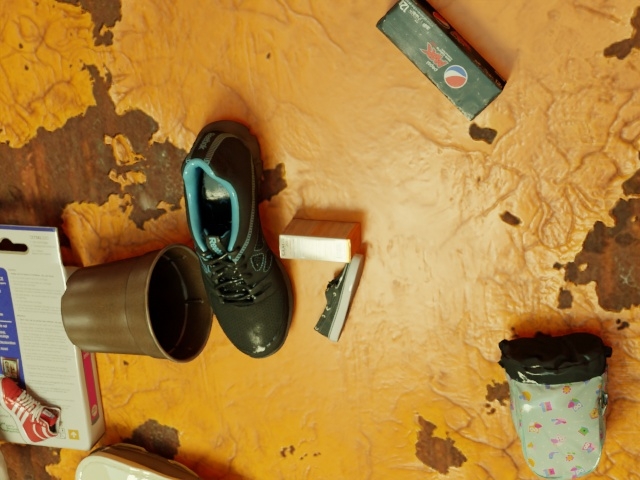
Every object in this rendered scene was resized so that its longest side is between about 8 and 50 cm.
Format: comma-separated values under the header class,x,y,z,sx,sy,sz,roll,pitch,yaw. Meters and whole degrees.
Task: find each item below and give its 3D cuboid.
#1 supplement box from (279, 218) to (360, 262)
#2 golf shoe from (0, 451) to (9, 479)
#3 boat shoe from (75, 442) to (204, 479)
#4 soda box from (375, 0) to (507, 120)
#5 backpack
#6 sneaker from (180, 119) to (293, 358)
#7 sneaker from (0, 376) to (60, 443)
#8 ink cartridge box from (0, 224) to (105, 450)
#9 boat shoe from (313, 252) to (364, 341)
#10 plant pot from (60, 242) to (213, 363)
class,x,y,z,sx,sy,sz,roll,pitch,yaw
supplement box,0.000,0.000,1.498,0.098,0.062,0.036,4,113,15
golf shoe,-0.546,0.283,1.676,0.306,0.115,0.140,60,140,14
boat shoe,-0.221,0.395,1.704,0.305,0.091,0.109,23,104,5
soda box,0.149,-0.229,1.369,0.169,0.053,0.060,45,116,-4
backpack,0.311,0.221,1.467,0.151,0.115,0.182,-3,113,14
sneaker,-0.127,0.018,1.499,0.125,0.140,0.341,-7,110,16
sneaker,-0.434,0.250,1.665,0.067,0.042,0.118,-14,114,26
ink cartridge box,-0.437,0.140,1.679,0.175,0.069,0.371,3,114,16
boat shoe,0.024,0.077,1.529,0.040,0.049,0.142,21,118,9
plant pot,-0.263,0.094,1.564,0.165,0.167,0.167,-6,109,26
